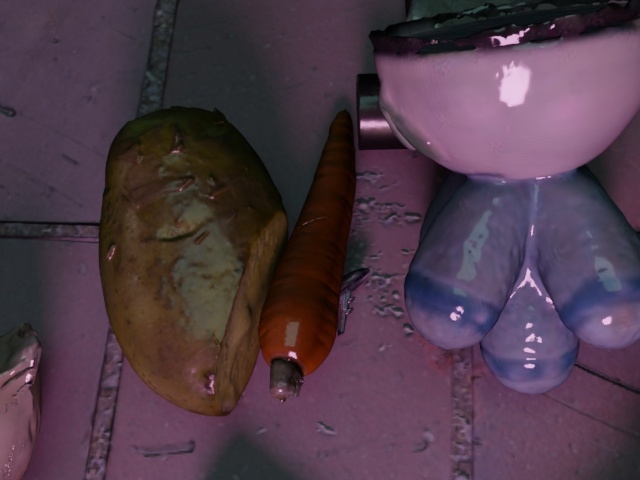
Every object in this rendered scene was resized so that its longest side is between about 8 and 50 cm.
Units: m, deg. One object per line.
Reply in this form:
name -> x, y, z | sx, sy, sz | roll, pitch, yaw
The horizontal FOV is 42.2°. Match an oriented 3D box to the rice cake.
rice cake -> 0.151, -0.247, 0.845 | 0.124, 0.038, 0.211 | 23, 47, 4

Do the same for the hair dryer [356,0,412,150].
hair dryer -> 0.134, -0.206, 0.866 | 0.195, 0.078, 0.249 | -1, 63, 3

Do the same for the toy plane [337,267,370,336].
toy plane -> 0.012, 0.051, 0.791 | 0.083, 0.031, 0.079 | -31, 69, -7

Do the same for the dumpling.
dumpling -> -0.300, 0.156, 0.734 | 0.118, 0.136, 0.199 | 35, 96, -18

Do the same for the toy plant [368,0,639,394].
toy plant -> 0.170, -0.028, 0.692 | 0.247, 0.247, 0.333 | -8, 108, 2

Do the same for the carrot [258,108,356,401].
carrot -> 0.000, 0.000, 0.779 | 0.069, 0.069, 0.336 | 8, 53, 8

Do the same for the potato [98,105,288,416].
potato -> -0.115, 0.014, 0.763 | 0.176, 0.141, 0.298 | -14, 74, 13
